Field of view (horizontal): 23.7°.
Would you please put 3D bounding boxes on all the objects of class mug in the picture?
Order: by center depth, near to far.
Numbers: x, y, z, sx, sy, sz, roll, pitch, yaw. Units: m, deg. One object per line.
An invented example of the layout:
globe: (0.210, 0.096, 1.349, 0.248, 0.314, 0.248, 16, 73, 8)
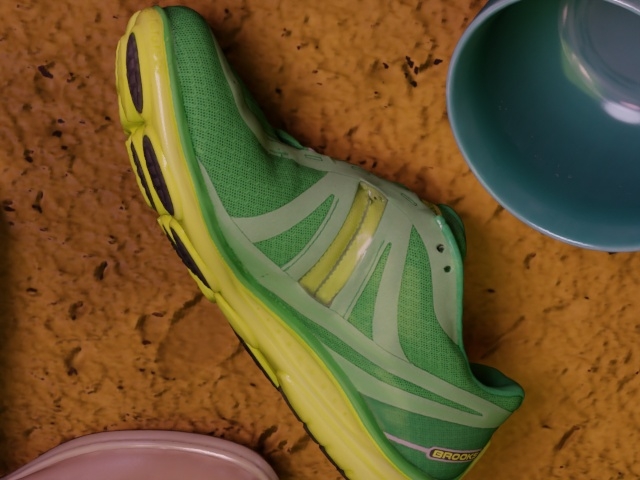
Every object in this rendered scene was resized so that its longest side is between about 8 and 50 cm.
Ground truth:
mug: (0.140, -0.064, 0.682, 0.129, 0.097, 0.157, -13, 116, 40)

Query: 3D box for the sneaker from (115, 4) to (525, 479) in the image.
sneaker: (0.000, 0.000, 0.754, 0.123, 0.109, 0.295, -37, 113, -7)

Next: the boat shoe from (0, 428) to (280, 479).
boat shoe: (-0.167, 0.186, 0.859, 0.302, 0.098, 0.109, -10, 121, 8)
